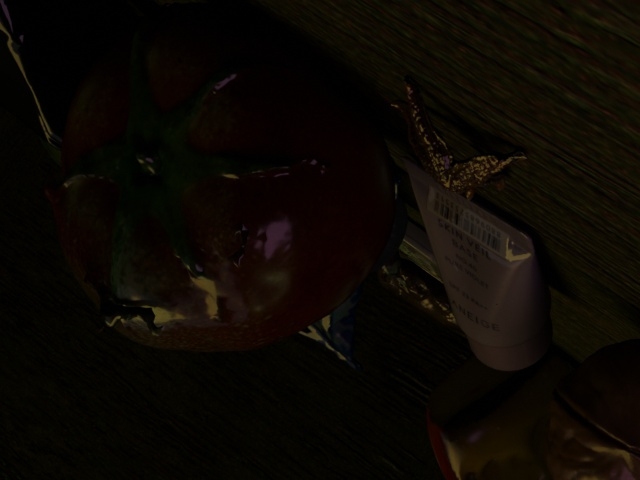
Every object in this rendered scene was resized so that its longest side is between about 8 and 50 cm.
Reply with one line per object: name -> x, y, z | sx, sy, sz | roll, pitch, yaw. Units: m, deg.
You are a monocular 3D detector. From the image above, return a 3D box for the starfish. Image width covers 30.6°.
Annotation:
starfish -> 0.093, -0.055, 0.783 | 0.133, 0.041, 0.130 | 37, 177, -24

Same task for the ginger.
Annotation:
ginger -> 0.219, 0.107, 2.134 | 0.333, 0.080, 0.166 | 27, -179, 35

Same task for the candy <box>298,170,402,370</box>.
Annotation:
candy -> 0.000, 0.000, 1.330 | 0.187, 0.077, 0.331 | 35, 136, 22

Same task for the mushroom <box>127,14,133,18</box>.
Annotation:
mushroom -> -0.387, -0.342, 1.646 | 0.328, 0.122, 0.159 | 39, 168, 15

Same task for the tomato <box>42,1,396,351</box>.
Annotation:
tomato -> -0.075, -0.048, 1.013 | 0.303, 0.303, 0.239 | 36, -166, 32

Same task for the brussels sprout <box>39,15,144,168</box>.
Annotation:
brussels sprout -> -0.246, -0.172, 1.441 | 0.219, 0.210, 0.271 | -10, -159, -18

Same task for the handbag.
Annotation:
handbag -> -0.306, -0.255, 1.207 | 0.302, 0.178, 0.275 | 32, 160, 51

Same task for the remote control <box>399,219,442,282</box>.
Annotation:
remote control -> 0.147, 0.014, 1.691 | 0.103, 0.034, 0.250 | 36, 179, 14

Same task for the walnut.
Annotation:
walnut -> 0.273, 0.166, 1.002 | 0.167, 0.167, 0.207 | 36, -173, 19

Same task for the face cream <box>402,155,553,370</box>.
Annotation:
face cream -> 0.164, 0.029, 1.126 | 0.154, 0.096, 0.274 | 39, 167, 35

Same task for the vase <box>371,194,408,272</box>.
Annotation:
vase -> -0.028, -0.066, 1.495 | 0.299, 0.143, 0.143 | 30, 175, 41

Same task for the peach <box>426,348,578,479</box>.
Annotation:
peach -> 0.346, 0.327, 1.935 | 0.380, 0.306, 0.242 | 32, 173, -18

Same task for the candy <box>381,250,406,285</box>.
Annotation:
candy -> 0.090, -0.003, 1.791 | 0.175, 0.043, 0.045 | 58, -171, -19
